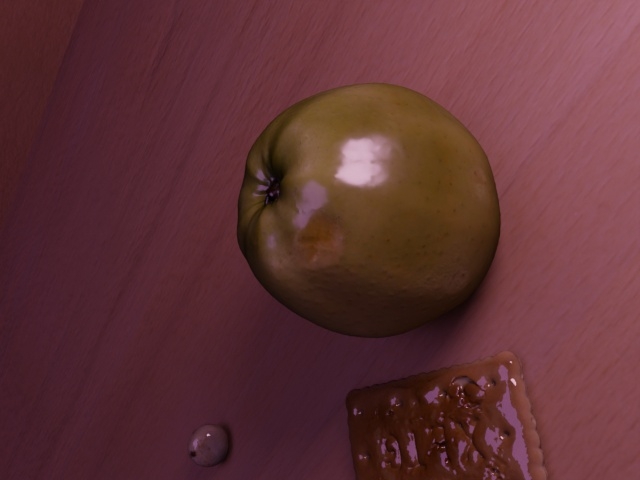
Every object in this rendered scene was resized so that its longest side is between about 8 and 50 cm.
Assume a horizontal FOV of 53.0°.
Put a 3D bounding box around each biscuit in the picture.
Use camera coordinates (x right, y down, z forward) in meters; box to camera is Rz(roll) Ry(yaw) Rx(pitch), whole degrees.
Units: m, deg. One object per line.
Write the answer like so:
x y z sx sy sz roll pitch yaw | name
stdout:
0.163 0.292 0.915 0.325 0.044 0.217 -25 64 42 | biscuit

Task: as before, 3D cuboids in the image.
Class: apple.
0.062 -0.046 0.882 0.357 0.357 0.357 -11 75 46 | apple

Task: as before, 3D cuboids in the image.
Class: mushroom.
-0.228 0.413 1.302 0.079 0.085 0.085 166 109 -76 | mushroom
